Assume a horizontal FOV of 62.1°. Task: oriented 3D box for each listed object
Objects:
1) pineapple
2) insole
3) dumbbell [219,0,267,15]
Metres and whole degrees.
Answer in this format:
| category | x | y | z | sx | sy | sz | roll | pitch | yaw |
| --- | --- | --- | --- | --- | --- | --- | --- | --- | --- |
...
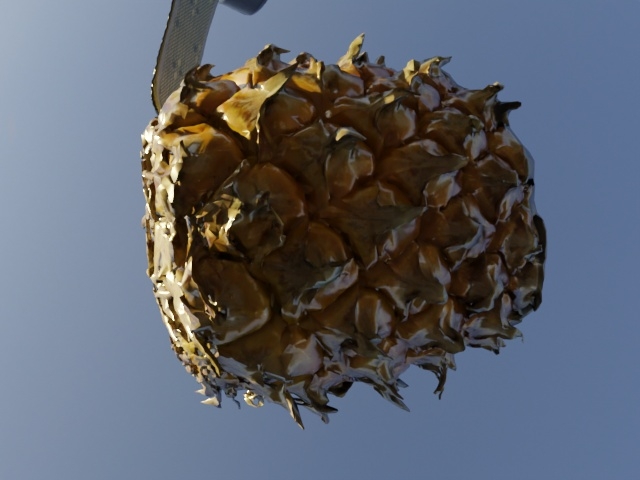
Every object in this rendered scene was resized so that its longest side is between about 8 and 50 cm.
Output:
| category | x | y | z | sx | sy | sz | roll | pitch | yaw |
| --- | --- | --- | --- | --- | --- | --- | --- | --- | --- |
| pineapple | -0.002 | -0.002 | 0.492 | 0.300 | 0.352 | 0.352 | -13 | -101 | -23 |
| insole | -0.132 | -0.273 | 0.573 | 0.007 | 0.109 | 0.322 | 6 | -101 | 15 |
| dumbbell | -0.227 | -0.545 | 0.907 | 0.323 | 0.204 | 0.203 | 16 | -97 | -26 |
